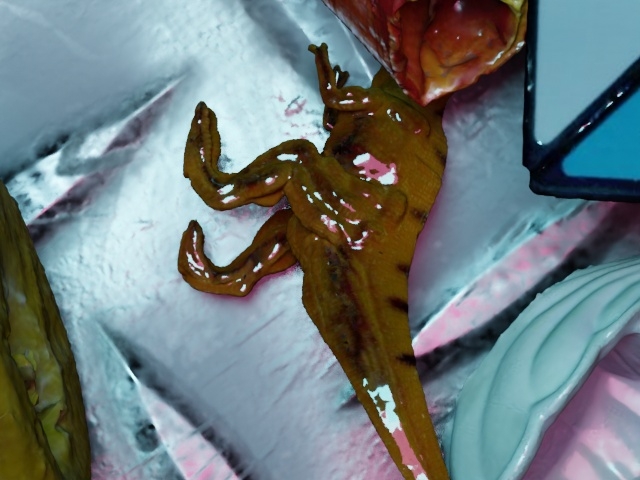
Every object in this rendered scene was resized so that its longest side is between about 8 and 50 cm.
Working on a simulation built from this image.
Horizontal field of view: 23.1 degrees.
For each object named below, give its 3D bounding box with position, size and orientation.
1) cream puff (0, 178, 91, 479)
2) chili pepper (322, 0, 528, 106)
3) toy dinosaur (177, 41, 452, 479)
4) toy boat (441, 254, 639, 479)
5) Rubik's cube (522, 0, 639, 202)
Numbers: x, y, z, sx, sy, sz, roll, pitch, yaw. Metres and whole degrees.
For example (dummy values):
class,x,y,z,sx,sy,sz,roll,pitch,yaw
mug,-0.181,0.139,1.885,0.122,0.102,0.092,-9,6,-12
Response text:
class,x,y,z,sx,sy,sz,roll,pitch,yaw
cream puff,-0.277,0.083,0.925,0.231,0.327,0.343,-16,128,1
chili pepper,0.013,-0.242,1.037,0.131,0.134,0.338,-34,55,-9
toy dinosaur,0.000,0.000,1.029,0.208,0.097,0.432,2,67,10
toy boat,0.160,0.117,1.020,0.100,0.199,0.290,34,86,34
Rubik's cube,0.270,-0.149,0.938,0.250,0.248,0.246,4,99,24
